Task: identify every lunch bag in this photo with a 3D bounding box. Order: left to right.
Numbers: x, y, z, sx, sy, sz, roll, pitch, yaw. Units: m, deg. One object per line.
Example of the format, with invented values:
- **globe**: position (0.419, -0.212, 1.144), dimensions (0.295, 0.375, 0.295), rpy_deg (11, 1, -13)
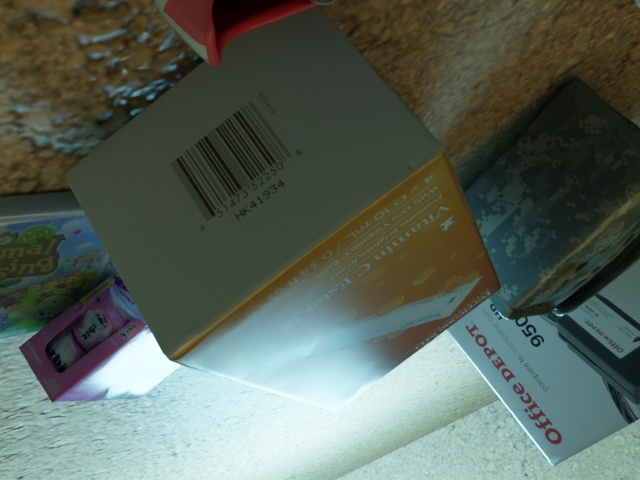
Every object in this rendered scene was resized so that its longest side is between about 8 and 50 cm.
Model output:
- **lunch bag**: position (0.308, -0.034, 0.916), dimensions (0.235, 0.169, 0.287), rpy_deg (-47, 154, 23)

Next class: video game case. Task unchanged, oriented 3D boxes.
- **video game case**: position (-0.259, 0.029, 0.628), dimensions (0.213, 0.023, 0.193), rpy_deg (-8, 149, -37)

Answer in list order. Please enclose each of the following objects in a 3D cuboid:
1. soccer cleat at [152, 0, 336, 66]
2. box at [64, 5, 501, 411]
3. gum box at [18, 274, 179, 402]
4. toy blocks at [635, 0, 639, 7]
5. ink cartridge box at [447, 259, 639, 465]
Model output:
- **soccer cleat**: position (0.022, -0.180, 0.418), dimensions (0.248, 0.095, 0.083), rpy_deg (-27, 156, -2)
- **box**: position (0.000, 0.000, 0.639), dimensions (0.215, 0.168, 0.345), rpy_deg (-38, 155, 5)
- **gum box**: position (-0.189, 0.097, 0.737), dimensions (0.107, 0.062, 0.188), rpy_deg (-39, 165, 3)
- **toy blocks**: position (0.341, -0.211, 0.339), dimensions (0.260, 0.309, 0.288), rpy_deg (-18, 130, -5)
- **ink cartridge box**: position (0.430, 0.112, 1.155), dimensions (0.395, 0.285, 0.166), rpy_deg (-44, 167, 31)
